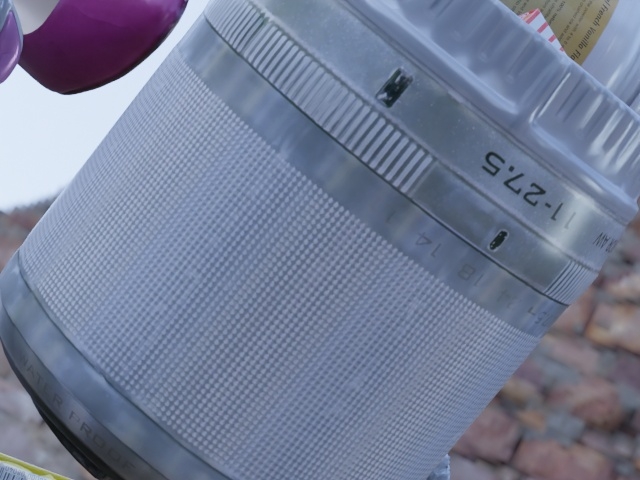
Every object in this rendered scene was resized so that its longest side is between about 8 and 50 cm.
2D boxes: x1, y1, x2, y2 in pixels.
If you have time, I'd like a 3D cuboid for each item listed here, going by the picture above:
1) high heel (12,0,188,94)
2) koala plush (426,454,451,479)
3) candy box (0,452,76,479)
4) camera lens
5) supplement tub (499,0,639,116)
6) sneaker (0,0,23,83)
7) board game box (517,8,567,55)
[{"bbox_3d":[-0.240,-0.214,1.396,0.181,0.127,0.377,44,-17,-30],"label":"high heel"},{"bbox_3d":[0.050,0.060,1.151,0.203,0.221,0.196,7,24,-19],"label":"koala plush"},{"bbox_3d":[-0.169,0.212,1.222,0.206,0.105,0.027,26,-6,-30],"label":"candy box"},{"bbox_3d":[0.000,0.000,0.864,0.219,0.274,0.219,38,8,-6],"label":"camera lens"},{"bbox_3d":[0.135,-0.204,1.551,0.316,0.228,0.228,35,-25,-19],"label":"supplement tub"},{"bbox_3d":[-0.314,-0.185,1.286,0.236,0.095,0.104,32,-6,-12],"label":"sneaker"},{"bbox_3d":[0.122,-0.078,1.369,0.193,0.045,0.147,-13,-65,52],"label":"board game box"}]
